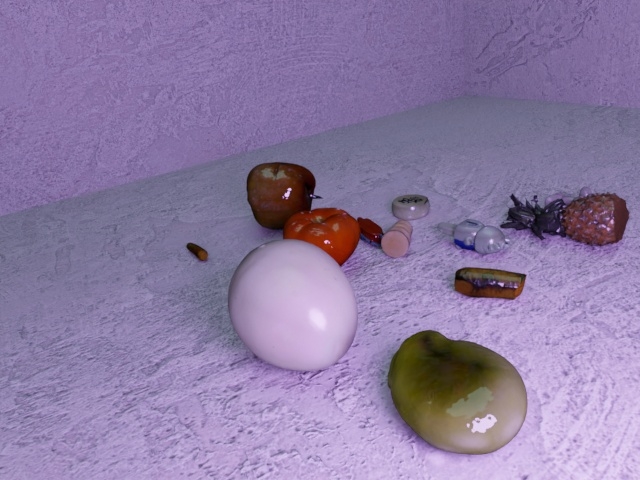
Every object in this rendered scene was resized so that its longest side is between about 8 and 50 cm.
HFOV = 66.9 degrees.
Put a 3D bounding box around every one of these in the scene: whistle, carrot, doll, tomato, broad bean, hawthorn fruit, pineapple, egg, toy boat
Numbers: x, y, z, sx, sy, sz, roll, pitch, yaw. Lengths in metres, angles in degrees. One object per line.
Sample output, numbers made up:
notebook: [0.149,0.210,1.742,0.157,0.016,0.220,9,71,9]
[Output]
whistle: [0.469,-0.012,1.490,0.110,0.092,0.244,-29,32,-34]
carrot: [0.434,0.111,1.246,0.173,0.082,0.082,7,29,27]
doll: [0.871,-0.138,1.654,0.160,0.059,0.160,-30,30,-35]
tomato: [0.004,0.000,1.533,0.259,0.180,0.260,-7,27,4]
broad bean: [0.248,0.272,0.909,0.237,0.119,0.291,-16,26,-15]
hawthorn fruit: [-0.136,-0.183,1.900,0.300,0.268,0.268,2,25,3]
pineapple: [0.716,-0.065,1.472,0.364,0.166,0.165,4,26,47]
carrot: [-0.460,0.039,1.799,0.042,0.042,0.170,-23,25,-28]
egg: [-0.059,0.149,1.108,0.282,0.283,0.345,-22,32,-26]
toy boat: [0.173,-0.024,1.672,0.069,0.059,0.173,-20,32,-20]

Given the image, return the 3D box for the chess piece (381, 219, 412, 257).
chess piece: [0.263,-0.019,1.590,0.094,0.094,0.170,1,22,23]

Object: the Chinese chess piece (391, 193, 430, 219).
Chinese chess piece: [0.342,-0.130,1.839,0.143,0.059,0.144,-7,24,3]
